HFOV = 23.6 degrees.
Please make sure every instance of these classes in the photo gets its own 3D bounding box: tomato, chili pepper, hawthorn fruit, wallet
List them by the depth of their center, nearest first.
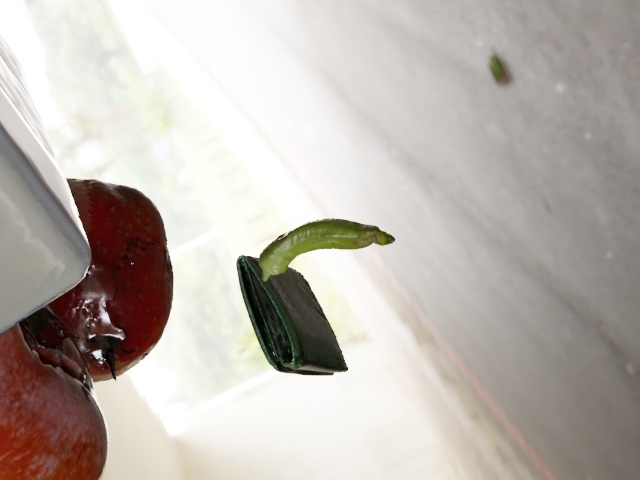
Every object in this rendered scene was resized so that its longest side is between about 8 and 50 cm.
[{"bbox_3d":[-0.282,0.113,1.079,0.270,0.227,0.270,53,-178,-2],"label":"tomato"},{"bbox_3d":[-0.216,0.050,1.394,0.235,0.181,0.181,-107,-5,-52],"label":"hawthorn fruit"},{"bbox_3d":[0.000,-0.001,1.750,0.043,0.208,0.049,40,-130,-31],"label":"chili pepper"},{"bbox_3d":[-0.039,0.103,2.013,0.160,0.055,0.236,68,-168,13],"label":"wallet"}]

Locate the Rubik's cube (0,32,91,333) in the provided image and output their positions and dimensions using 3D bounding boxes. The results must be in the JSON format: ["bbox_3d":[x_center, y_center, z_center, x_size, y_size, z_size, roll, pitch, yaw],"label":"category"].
[{"bbox_3d":[-0.363,-0.082,0.783,0.346,0.344,0.347,59,179,-29],"label":"Rubik's cube"}]
